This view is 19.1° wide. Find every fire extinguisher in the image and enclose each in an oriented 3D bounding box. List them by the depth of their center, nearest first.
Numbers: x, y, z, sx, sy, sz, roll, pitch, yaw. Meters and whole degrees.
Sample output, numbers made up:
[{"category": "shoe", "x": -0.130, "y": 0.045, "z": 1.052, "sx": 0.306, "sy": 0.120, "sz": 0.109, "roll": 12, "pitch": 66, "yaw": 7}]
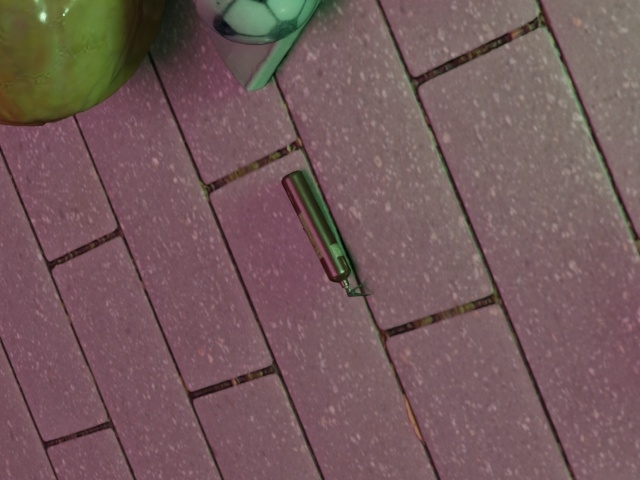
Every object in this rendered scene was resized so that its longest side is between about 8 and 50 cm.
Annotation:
[{"category": "fire extinguisher", "x": 0.000, "y": 0.000, "z": 2.264, "sx": 0.049, "sy": 0.035, "sz": 0.173, "roll": -38, "pitch": 74, "yaw": 48}]

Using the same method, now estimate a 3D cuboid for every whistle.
[{"category": "whistle", "x": -0.086, "y": -0.274, "z": 2.135, "sx": 0.163, "sy": 0.163, "sz": 0.289, "roll": 55, "pitch": 140, "yaw": 17}]

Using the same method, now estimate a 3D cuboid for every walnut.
[{"category": "walnut", "x": -0.361, "y": -0.320, "z": 2.309, "sx": 0.381, "sy": 0.381, "sz": 0.381, "roll": 25, "pitch": 125, "yaw": 41}]
